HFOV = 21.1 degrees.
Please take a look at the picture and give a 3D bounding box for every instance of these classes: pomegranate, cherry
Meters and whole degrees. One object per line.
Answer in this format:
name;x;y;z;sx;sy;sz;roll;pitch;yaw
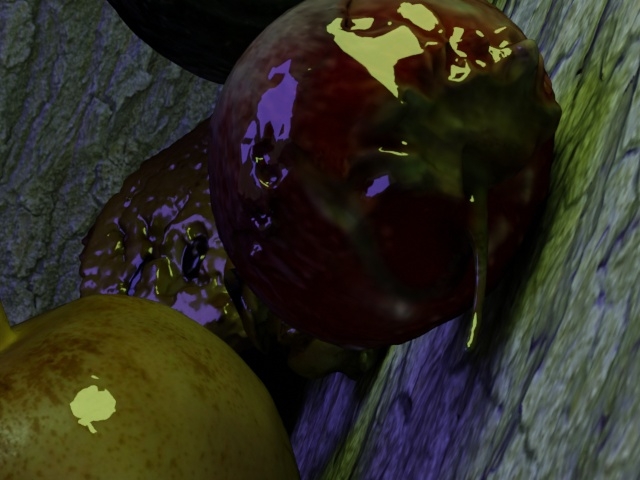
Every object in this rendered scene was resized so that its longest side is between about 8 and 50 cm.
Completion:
pomegranate;-0.160;0.168;1.120;0.319;0.319;0.319;-158;90;-84
cherry;0.026;-0.036;0.902;0.249;0.175;0.192;150;128;-78

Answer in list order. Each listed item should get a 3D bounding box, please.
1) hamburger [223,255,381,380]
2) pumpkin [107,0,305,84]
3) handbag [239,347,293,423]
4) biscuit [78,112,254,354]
hamburger;0.000;0.000;1.213;0.206;0.130;0.183;180;115;-86
pumpkin;-0.003;-0.337;1.401;0.454;0.344;0.454;-61;1;2
handbag;-0.097;0.164;1.590;0.285;0.113;0.257;-78;5;-60
biscuit;-0.085;-0.018;1.425;0.296;0.075;0.296;-25;40;24
